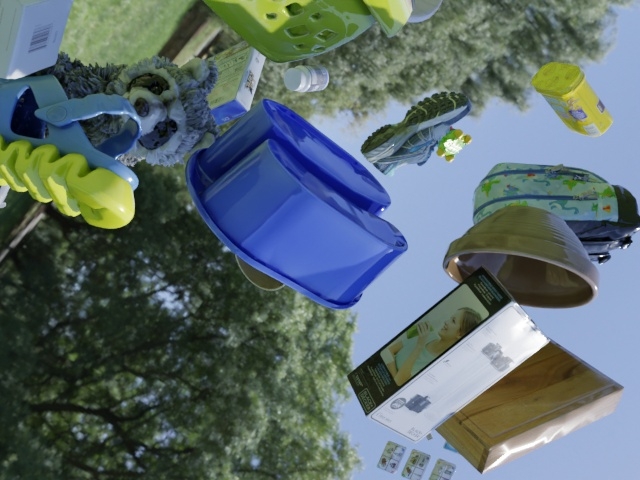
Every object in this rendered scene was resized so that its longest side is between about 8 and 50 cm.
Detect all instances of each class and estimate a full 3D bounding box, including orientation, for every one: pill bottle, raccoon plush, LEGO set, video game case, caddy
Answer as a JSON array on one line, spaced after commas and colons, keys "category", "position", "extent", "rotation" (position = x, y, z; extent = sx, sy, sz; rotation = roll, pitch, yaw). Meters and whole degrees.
[{"category": "pill bottle", "position": [-0.043, -0.486, 1.817], "extent": [0.078, 0.078, 0.137], "rotation": [-34, 173, 39]}, {"category": "raccoon plush", "position": [-0.327, -0.250, 1.065], "extent": [0.298, 0.216, 0.446], "rotation": [-8, -151, -9]}, {"category": "LEGO set", "position": [0.261, 0.468, 1.467], "extent": [0.060, 0.182, 0.245], "rotation": [-70, 180, -79]}, {"category": "video game case", "position": [-0.281, -0.398, 1.606], "extent": [0.269, 0.061, 0.245], "rotation": [-14, -129, 31]}, {"category": "caddy", "position": [-0.035, -0.039, 0.890], "extent": [0.179, 0.341, 0.241], "rotation": [-42, -146, 24]}]

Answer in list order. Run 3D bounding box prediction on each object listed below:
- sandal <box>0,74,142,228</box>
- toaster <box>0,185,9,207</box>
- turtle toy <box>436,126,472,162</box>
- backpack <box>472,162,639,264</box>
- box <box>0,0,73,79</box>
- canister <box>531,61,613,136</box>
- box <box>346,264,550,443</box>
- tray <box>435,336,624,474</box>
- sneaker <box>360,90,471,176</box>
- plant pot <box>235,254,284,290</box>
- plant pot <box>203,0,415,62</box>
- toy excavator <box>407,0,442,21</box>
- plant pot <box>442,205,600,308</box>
[{"category": "sandal", "position": [-0.331, -0.130, 0.676], "extent": [0.126, 0.317, 0.138], "rotation": [117, -4, -67]}, {"category": "toaster", "position": [-0.882, -0.151, 1.528], "extent": [0.168, 0.185, 0.110], "rotation": [-47, -127, 27]}, {"category": "turtle toy", "position": [0.352, -0.279, 1.674], "extent": [0.095, 0.130, 0.066], "rotation": [-47, -127, 23]}, {"category": "backpack", "position": [0.565, -0.065, 1.542], "extent": [0.290, 0.355, 0.274], "rotation": [84, -4, -71]}, {"category": "box", "position": [-0.426, -0.319, 0.785], "extent": [0.130, 0.170, 0.091], "rotation": [-46, -177, 41]}, {"category": "canister", "position": [0.575, -0.318, 1.377], "extent": [0.073, 0.170, 0.126], "rotation": [-50, -150, 3]}, {"category": "box", "position": [0.208, 0.192, 0.984], "extent": [0.290, 0.169, 0.087], "rotation": [-42, -138, 12]}, {"category": "tray", "position": [0.410, 0.319, 1.246], "extent": [0.203, 0.410, 0.076], "rotation": [38, -53, 47]}, {"category": "sneaker", "position": [0.243, -0.254, 1.468], "extent": [0.282, 0.122, 0.110], "rotation": [-26, -146, 25]}, {"category": "plant pot", "position": [-0.122, 0.009, 2.151], "extent": [0.256, 0.257, 0.274], "rotation": [-33, 177, 39]}, {"category": "plant pot", "position": [-0.003, -0.363, 0.712], "extent": [0.207, 0.228, 0.227], "rotation": [2, -98, 22]}, {"category": "toy excavator", "position": [0.345, -0.733, 1.329], "extent": [0.444, 0.434, 0.222], "rotation": [-7, -170, 6]}, {"category": "plant pot", "position": [0.323, 0.018, 0.968], "extent": [0.237, 0.237, 0.110], "rotation": [-15, -127, 57]}]
